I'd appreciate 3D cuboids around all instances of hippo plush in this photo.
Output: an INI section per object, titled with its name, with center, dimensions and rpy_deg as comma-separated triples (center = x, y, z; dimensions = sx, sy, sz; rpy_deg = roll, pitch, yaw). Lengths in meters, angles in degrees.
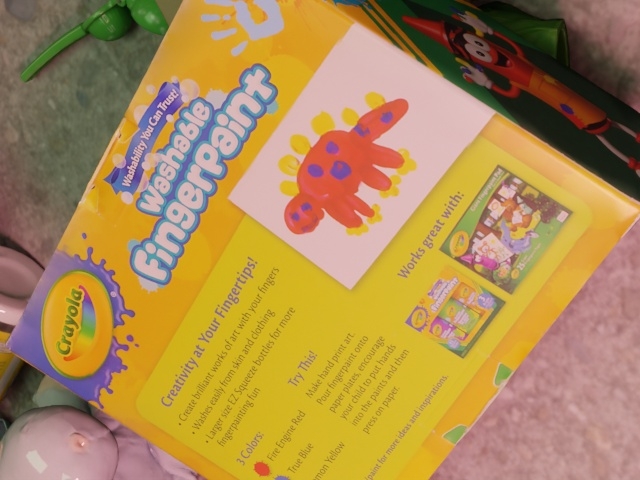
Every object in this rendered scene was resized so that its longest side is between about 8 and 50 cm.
[hippo plush]
center = -0.249, 0.250, 1.495
dimensions = 0.234, 0.236, 0.294
rpy_deg = 5, 101, 31

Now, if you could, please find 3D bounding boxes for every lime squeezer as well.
[lime squeezer]
center = -0.184, -0.203, 1.498
dimensions = 0.310, 0.059, 0.110
rpy_deg = 8, 133, 29

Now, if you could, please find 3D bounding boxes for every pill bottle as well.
[pill bottle]
center = -0.380, 0.116, 1.624
dimensions = 0.119, 0.119, 0.208
rpy_deg = 43, 117, 19

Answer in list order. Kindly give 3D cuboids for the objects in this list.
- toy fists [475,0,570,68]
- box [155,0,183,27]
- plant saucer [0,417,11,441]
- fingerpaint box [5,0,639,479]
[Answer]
[toy fists]
center = 0.137, -0.207, 1.264
dimensions = 0.142, 0.096, 0.279
rpy_deg = 2, 99, 19
[box]
center = -0.063, -0.240, 1.364
dimensions = 0.148, 0.121, 0.311
rpy_deg = -35, 79, 31
[plant saucer]
center = -0.342, 0.297, 1.693
dimensions = 0.067, 0.018, 0.192
rpy_deg = -24, 86, 32
[fingerpaint box]
center = 0.000, 0.000, 1.239
dimensions = 0.371, 0.163, 0.444
rpy_deg = 32, 122, 1
